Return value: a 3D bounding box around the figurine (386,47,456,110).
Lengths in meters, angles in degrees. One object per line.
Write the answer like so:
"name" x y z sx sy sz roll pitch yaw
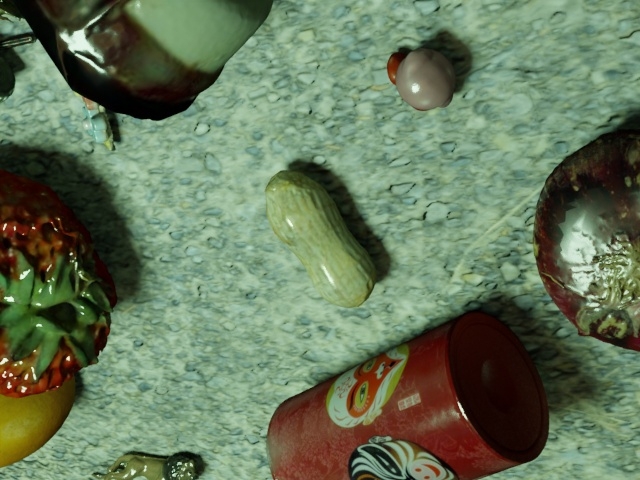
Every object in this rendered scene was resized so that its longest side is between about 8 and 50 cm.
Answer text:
"figurine" 0.119 -0.179 1.213 0.083 0.067 0.071 37 152 -26

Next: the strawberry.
"strawberry" -0.451 0.051 1.533 0.351 0.267 0.312 9 104 54

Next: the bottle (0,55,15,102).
"bottle" -0.516 -0.175 1.459 0.260 0.112 0.112 -23 113 34

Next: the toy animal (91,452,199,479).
"toy animal" -0.290 0.399 1.815 0.220 0.069 0.086 -6 100 21

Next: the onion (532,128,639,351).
"onion" 0.348 -0.004 1.166 0.246 0.190 0.246 3 107 11

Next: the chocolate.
"chocolate" -0.170 -0.291 1.130 0.186 0.283 0.283 -34 106 36

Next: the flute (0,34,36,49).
"flute" -0.491 -0.251 1.457 0.270 0.014 0.014 -6 121 26

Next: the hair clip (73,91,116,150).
"hair clip" -0.297 -0.204 1.379 0.056 0.062 0.213 -12 128 -19

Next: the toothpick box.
"toothpick box" 0.110 0.247 1.440 0.333 0.204 0.204 -30 109 37

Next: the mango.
"mango" -0.499 0.264 1.676 0.138 0.257 0.187 -21 113 33

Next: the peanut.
"peanut" 0.000 0.000 1.382 0.087 0.087 0.206 -21 113 34

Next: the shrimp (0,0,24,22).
"shrimp" -0.479 -0.376 1.338 0.296 0.058 0.169 25 128 9
